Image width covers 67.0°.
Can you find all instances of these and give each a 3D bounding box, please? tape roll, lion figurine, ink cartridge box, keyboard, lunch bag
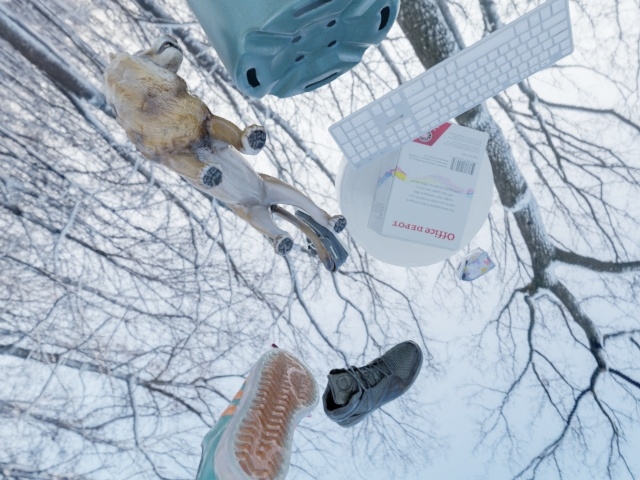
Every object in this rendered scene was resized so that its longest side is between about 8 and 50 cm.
[{"bbox_3d":[0.173,-0.097,0.914,0.286,0.286,0.100,-39,-165,9],"label":"tape roll"},{"bbox_3d":[-0.133,-0.100,0.699,0.240,0.392,0.142,29,-108,41],"label":"lion figurine"},{"bbox_3d":[0.153,-0.084,0.709,0.072,0.128,0.175,-141,-116,-75],"label":"ink cartridge box"},{"bbox_3d":[0.133,-0.156,0.501,0.256,0.072,0.014,-27,-127,14],"label":"keyboard"},{"bbox_3d":[0.342,0.056,1.091,0.083,0.053,0.071,-36,-177,11],"label":"lunch bag"}]

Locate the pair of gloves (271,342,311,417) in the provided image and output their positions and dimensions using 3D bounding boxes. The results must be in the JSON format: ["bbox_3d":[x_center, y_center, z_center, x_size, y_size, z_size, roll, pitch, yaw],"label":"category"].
[{"bbox_3d":[-0.077,0.342,1.186,0.023,0.159,0.198,-30,-130,-32],"label":"pair of gloves"}]

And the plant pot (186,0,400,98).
[{"bbox_3d":[-0.072,-0.409,0.680,0.341,0.341,0.334,-28,-98,20],"label":"plant pot"}]

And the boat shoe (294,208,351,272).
[{"bbox_3d":[0.000,0.000,1.250,0.084,0.233,0.079,25,-108,44],"label":"boat shoe"}]

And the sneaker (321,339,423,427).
[{"bbox_3d":[0.096,0.268,0.928,0.227,0.130,0.087,-37,-127,3],"label":"sneaker"}]

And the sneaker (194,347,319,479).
[{"bbox_3d":[-0.089,0.242,0.629,0.121,0.108,0.302,-46,179,15],"label":"sneaker"}]
